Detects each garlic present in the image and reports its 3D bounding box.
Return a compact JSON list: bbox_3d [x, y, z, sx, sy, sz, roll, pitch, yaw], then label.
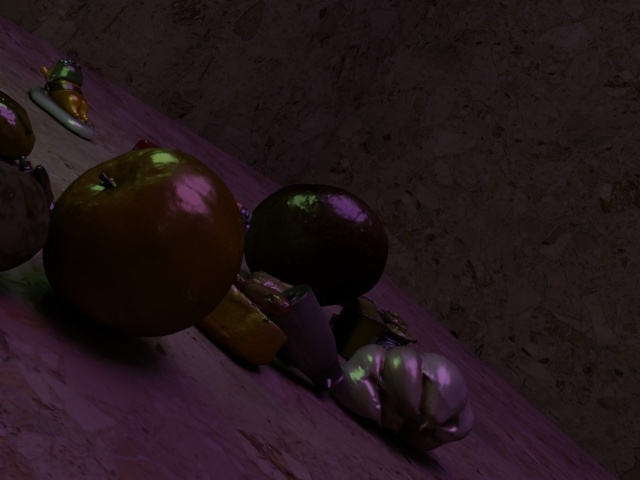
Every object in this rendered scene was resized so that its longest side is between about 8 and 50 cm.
[{"bbox_3d":[0.176,0.294,1.726,0.281,0.184,0.203,35,13,-12],"label":"garlic"}]

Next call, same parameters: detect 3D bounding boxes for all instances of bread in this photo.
[{"bbox_3d":[-0.166,0.123,1.574,0.245,0.094,0.102,40,-2,21],"label":"bread"}]

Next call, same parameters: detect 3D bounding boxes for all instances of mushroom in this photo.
[{"bbox_3d":[0.014,0.003,2.156,0.331,0.334,0.356,2,26,37],"label":"mushroom"}]

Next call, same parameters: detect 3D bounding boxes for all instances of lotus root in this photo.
[{"bbox_3d":[-0.448,-0.050,1.059,0.173,0.173,0.309,40,7,29],"label":"lotus root"}]

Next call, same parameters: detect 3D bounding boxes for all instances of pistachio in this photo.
[{"bbox_3d":[-0.614,-0.230,1.674,0.189,0.100,0.110,37,2,-5],"label":"pistachio"}]

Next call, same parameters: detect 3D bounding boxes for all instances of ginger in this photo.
[{"bbox_3d":[-0.102,0.136,1.758,0.216,0.102,0.157,42,36,-5],"label":"ginger"}]

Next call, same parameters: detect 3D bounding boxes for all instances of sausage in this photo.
[{"bbox_3d":[-0.099,0.103,1.606,0.043,0.043,0.186,34,-8,-23],"label":"sausage"}]

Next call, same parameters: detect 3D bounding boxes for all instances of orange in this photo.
[{"bbox_3d":[-0.240,0.007,1.244,0.279,0.279,0.235,46,-15,57],"label":"orange"}]

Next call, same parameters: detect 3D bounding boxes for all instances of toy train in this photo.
[{"bbox_3d":[0.122,0.229,2.160,0.178,0.134,0.261,27,7,-10],"label":"toy train"}]

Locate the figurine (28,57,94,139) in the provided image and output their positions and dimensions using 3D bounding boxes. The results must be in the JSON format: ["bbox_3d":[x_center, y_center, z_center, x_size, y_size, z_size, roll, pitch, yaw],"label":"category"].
[{"bbox_3d":[-0.658,-0.388,2.401,0.250,0.141,0.166,39,6,22],"label":"figurine"}]

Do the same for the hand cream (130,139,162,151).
[{"bbox_3d":[-0.351,-0.110,2.012,0.230,0.149,0.230,34,5,-3],"label":"hand cream"}]

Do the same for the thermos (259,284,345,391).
[{"bbox_3d":[-0.020,0.182,1.668,0.193,0.105,0.137,60,8,-15],"label":"thermos"}]

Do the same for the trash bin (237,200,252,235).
[{"bbox_3d":[-0.272,-0.026,1.745,0.239,0.161,0.184,28,-23,-4],"label":"trash bin"}]
